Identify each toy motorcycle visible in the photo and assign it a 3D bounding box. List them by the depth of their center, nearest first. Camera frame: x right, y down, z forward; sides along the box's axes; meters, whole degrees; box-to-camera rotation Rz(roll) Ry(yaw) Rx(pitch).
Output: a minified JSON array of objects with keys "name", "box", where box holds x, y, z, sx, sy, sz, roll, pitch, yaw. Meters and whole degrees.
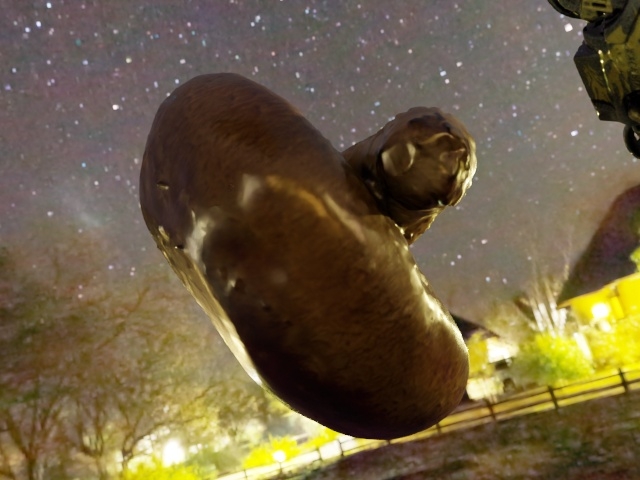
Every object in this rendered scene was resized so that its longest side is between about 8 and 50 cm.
[{"name":"toy motorcycle","box":[0.237,-0.125,0.452,0.124,0.193,0.061,-4,44,52]}]

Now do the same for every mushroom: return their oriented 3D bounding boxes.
[{"name":"mushroom","box":[-0.021,0.014,0.588,0.239,0.345,0.345,-13,-14,-18]}]
